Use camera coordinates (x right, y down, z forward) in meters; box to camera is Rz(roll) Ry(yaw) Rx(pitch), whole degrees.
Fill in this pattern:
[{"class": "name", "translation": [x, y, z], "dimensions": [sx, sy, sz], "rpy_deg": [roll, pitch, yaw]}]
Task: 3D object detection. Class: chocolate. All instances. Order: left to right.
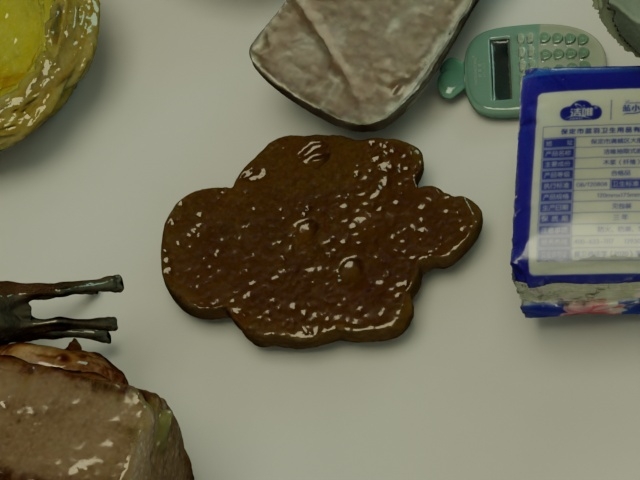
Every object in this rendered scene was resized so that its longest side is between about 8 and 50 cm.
[{"class": "chocolate", "translation": [0.061, -0.209, 1.678], "dimensions": [0.157, 0.080, 0.254], "rpy_deg": [30, 74, 14]}]

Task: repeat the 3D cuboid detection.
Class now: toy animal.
[{"class": "toy animal", "translation": [-0.311, 0.068, 1.575], "dimensions": [0.260, 0.243, 0.087], "rpy_deg": [-6, 75, -16]}]

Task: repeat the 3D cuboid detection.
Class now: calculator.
[{"class": "calculator", "translation": [0.181, -0.153, 1.644], "dimensions": [0.153, 0.021, 0.095], "rpy_deg": [-7, 60, 12]}]

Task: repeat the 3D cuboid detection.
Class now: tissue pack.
[{"class": "tissue pack", "translation": [0.294, -0.036, 1.484], "dimensions": [0.270, 0.137, 0.209], "rpy_deg": [-2, 59, 12]}]

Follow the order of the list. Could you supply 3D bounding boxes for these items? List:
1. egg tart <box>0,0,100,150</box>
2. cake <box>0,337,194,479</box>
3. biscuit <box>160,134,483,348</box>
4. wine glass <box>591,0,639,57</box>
[{"class": "egg tart", "translation": [-0.334, -0.183, 1.774], "dimensions": [0.279, 0.095, 0.279], "rpy_deg": [-9, 61, 17]}, {"class": "cake", "translation": [-0.208, 0.214, 1.462], "dimensions": [0.199, 0.196, 0.293], "rpy_deg": [7, 59, 18]}, {"class": "biscuit", "translation": [0.000, 0.000, 1.600], "dimensions": [0.290, 0.041, 0.208], "rpy_deg": [-4, 62, 13]}, {"class": "wine glass", "translation": [0.313, -0.265, 1.534], "dimensions": [0.143, 0.143, 0.321], "rpy_deg": [0, 30, 16]}]
